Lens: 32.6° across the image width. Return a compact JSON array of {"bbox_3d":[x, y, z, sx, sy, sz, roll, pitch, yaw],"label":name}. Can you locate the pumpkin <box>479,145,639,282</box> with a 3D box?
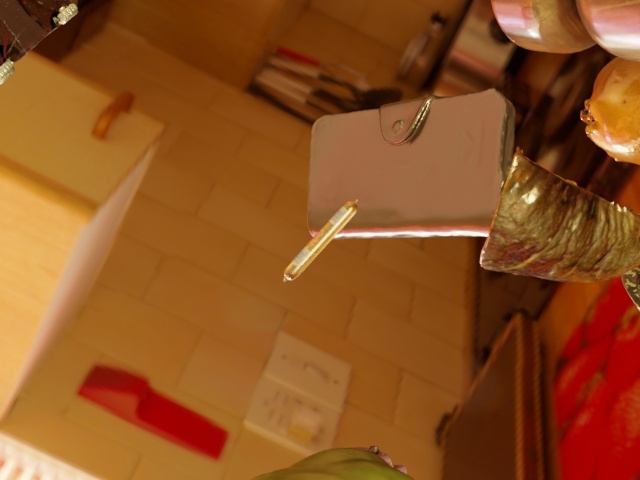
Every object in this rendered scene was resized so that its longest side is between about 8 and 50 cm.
[{"bbox_3d":[0.242,0.001,1.023,0.278,0.163,0.111,5,-73,-77],"label":"pumpkin"}]

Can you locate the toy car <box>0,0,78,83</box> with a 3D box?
[{"bbox_3d":[-0.334,-0.230,1.138,0.056,0.095,0.205,-20,28,46],"label":"toy car"}]

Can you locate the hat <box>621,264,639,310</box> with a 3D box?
[{"bbox_3d":[0.504,0.073,1.631,0.050,0.121,0.121,-27,31,48],"label":"hat"}]

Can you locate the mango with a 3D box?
[{"bbox_3d":[0.492,-0.189,1.450,0.201,0.287,0.152,-92,-13,-45],"label":"mango"}]

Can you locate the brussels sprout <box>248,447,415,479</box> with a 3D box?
[{"bbox_3d":[-0.035,0.271,0.690,0.274,0.242,0.316,-39,-21,-19],"label":"brussels sprout"}]

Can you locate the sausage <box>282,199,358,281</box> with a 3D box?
[{"bbox_3d":[0.000,0.000,0.998,0.100,0.015,0.015,-48,4,0],"label":"sausage"}]

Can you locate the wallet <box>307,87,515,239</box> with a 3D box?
[{"bbox_3d":[0.119,-0.098,1.511,0.377,0.051,0.197,0,84,49],"label":"wallet"}]

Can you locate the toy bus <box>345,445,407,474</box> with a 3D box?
[{"bbox_3d":[0.001,0.257,1.024,0.178,0.087,0.098,-15,1,-43],"label":"toy bus"}]

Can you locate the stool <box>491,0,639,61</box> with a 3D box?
[{"bbox_3d":[0.342,-0.287,1.200,0.264,0.179,0.179,20,82,50],"label":"stool"}]
